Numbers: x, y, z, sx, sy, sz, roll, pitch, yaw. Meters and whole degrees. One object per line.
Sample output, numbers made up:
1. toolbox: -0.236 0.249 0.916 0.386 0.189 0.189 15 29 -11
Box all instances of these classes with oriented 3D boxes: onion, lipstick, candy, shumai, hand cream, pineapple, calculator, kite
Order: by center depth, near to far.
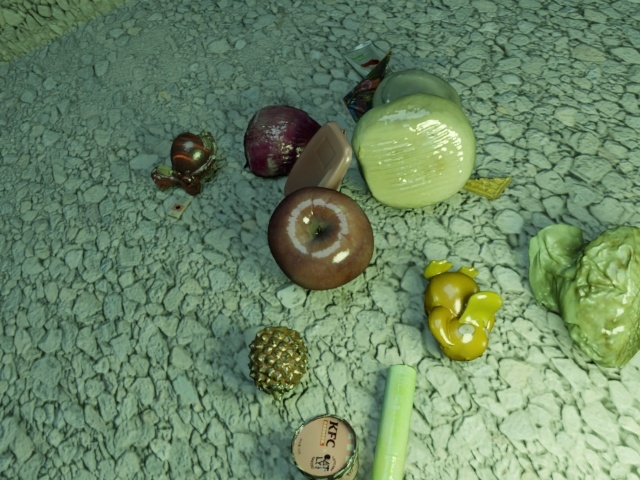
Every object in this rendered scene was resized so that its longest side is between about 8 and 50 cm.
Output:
1. lipstick: 0.172 0.433 1.607 0.076 0.076 0.304 2 53 18
2. shumai: 0.612 0.118 1.620 0.289 0.292 0.329 10 78 33
3. pineapple: -0.106 0.315 1.735 0.166 0.166 0.193 -10 54 9
4. calculator: -0.012 -0.204 2.047 0.329 0.048 0.220 -55 40 30
5. candy: 0.301 -0.410 2.162 0.296 0.185 0.295 3 62 -5
6. onion: -0.097 -0.343 2.251 0.349 0.159 0.267 2 56 20
7. kite: 0.158 -0.492 2.334 0.234 0.016 0.321 7 76 50
8. hand cream: 0.182 -0.619 2.452 0.121 0.076 0.336 -23 43 -3

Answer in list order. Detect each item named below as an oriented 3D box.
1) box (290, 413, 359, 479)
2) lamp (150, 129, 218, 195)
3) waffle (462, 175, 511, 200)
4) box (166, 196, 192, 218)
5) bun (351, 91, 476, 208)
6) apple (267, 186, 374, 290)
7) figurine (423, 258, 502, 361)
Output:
1. box: 0.019 0.492 1.570 0.151 0.135 0.151 -7 49 8
2. lamp: -0.452 -0.275 2.311 0.215 0.151 0.223 12 59 30
3. waffle: 0.471 -0.174 2.028 0.153 0.023 0.097 25 62 32
4. box: -0.466 -0.109 2.273 0.046 0.012 0.083 16 59 27
5. bun: 0.259 -0.263 1.975 0.361 0.361 0.213 -8 32 11
6. apple: 0.000 0.000 1.890 0.306 0.235 0.305 -3 70 9
7. figurine: 0.343 0.175 1.710 0.215 0.215 0.228 -29 36 -6
